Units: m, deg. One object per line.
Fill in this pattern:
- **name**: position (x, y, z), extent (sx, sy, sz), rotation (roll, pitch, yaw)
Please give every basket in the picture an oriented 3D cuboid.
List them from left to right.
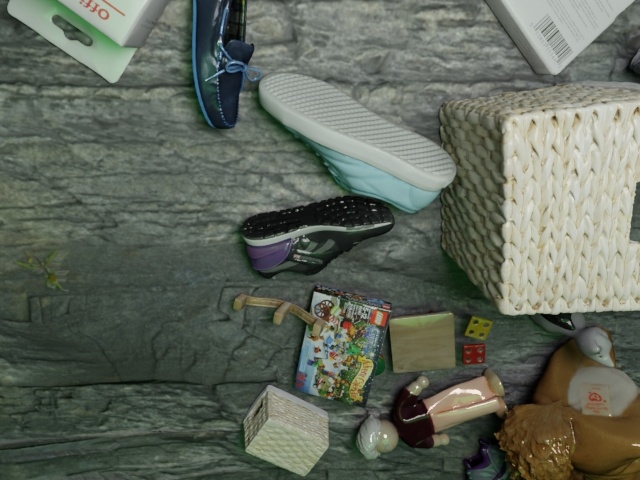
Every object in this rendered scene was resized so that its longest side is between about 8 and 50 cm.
- **basket**: position (-0.072, 0.412, 1.055), extent (0.167, 0.103, 0.113), rotation (30, 105, -17)
- **basket**: position (0.372, -0.080, 0.813), extent (0.266, 0.331, 0.329), rotation (-7, 110, -2)

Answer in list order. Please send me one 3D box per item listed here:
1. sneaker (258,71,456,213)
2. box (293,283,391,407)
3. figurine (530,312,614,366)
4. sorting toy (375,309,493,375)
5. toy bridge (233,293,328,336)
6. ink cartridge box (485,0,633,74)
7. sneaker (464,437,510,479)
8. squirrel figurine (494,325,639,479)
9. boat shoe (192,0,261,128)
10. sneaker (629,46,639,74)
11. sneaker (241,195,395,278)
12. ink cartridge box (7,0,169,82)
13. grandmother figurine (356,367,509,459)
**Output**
- **sneaker**: position (0.043, -0.151, 0.857), extent (0.365, 0.135, 0.150), rotation (30, 135, -1)
- **box**: position (0.043, 0.220, 1.011), extent (0.159, 0.044, 0.233), rotation (13, 108, 5)
- **figurine**: position (0.465, 0.140, 0.965), extent (0.214, 0.209, 0.092), rotation (39, 101, -18)
- **sorting toy**: position (0.223, 0.208, 1.041), extent (0.274, 0.046, 0.133), rotation (-7, 111, 4)
- **toy bridge**: position (-0.074, 0.142, 0.970), extent (0.188, 0.063, 0.026), rotation (16, 108, 12)
- **ink cartridge box**: position (0.398, -0.478, 0.810), extent (0.261, 0.066, 0.296), rotation (-43, 109, 9)
- **sneaker**: position (0.380, 0.587, 1.201), extent (0.098, 0.083, 0.224), rotation (26, 101, 6)
- **squirrel figurine**: position (0.579, 0.467, 1.081), extent (0.396, 0.281, 0.371), rotation (-28, 125, -6)
- **boat shoe**: position (-0.150, -0.307, 0.777), extent (0.088, 0.109, 0.259), rotation (4, 113, 14)
- **sneaker**: position (0.636, -0.279, 0.897), extent (0.152, 0.101, 0.269), rotation (23, 137, 18)
- **sneaker**: position (0.000, 0.000, 0.932), extent (0.282, 0.107, 0.124), rotation (-8, 125, 0)
- **ink cartridge box**: position (-0.313, -0.431, 0.712), extent (0.207, 0.119, 0.354), rotation (33, 103, -17)
- **grandmother figurine**: position (0.239, 0.392, 1.091), extent (0.342, 0.104, 0.208), rotation (-21, 102, -2)
